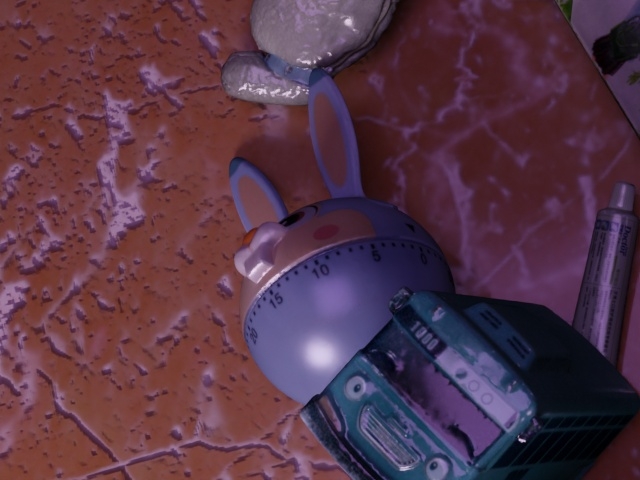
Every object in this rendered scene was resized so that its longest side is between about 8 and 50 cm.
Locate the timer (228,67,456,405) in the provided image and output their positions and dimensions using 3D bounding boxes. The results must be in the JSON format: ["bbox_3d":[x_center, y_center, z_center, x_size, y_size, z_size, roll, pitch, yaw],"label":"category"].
[{"bbox_3d":[-0.007,0.008,1.442,0.175,0.175,0.255,-36,74,7],"label":"timer"}]

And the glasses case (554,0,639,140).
[{"bbox_3d":[0.248,-0.143,1.451,0.095,0.062,0.272,-32,70,8],"label":"glasses case"}]

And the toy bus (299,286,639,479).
[{"bbox_3d":[0.109,0.113,1.324,0.128,0.256,0.147,44,104,21],"label":"toy bus"}]

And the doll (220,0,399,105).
[{"bbox_3d":[0.005,-0.187,1.534,0.103,0.071,0.214,43,97,23],"label":"doll"}]

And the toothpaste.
[{"bbox_3d":[0.204,0.053,1.438,0.048,0.029,0.197,10,85,24],"label":"toothpaste"}]
